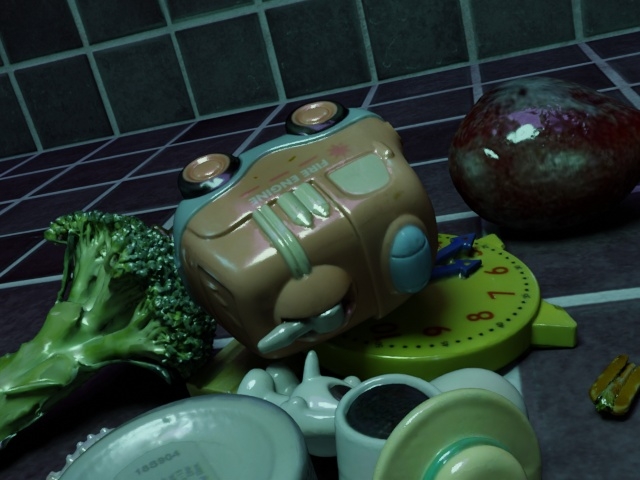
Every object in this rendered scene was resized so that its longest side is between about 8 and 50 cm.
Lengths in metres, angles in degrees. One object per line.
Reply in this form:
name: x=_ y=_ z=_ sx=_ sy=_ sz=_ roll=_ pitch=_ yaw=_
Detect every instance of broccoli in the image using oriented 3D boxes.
broccoli: x=-0.300 y=0.124 z=0.829 sx=0.361 sy=0.221 sz=0.252 roll=-24 pitch=40 yaw=-2

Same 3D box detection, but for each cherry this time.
cherry: x=0.307 y=-0.119 z=0.987 sx=0.300 sy=0.203 sz=0.230 roll=2 pitch=22 yaw=34

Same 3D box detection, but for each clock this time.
clock: x=0.104 y=0.054 z=0.805 sx=0.293 sy=0.071 sz=0.277 roll=-12 pitch=26 yaw=-11

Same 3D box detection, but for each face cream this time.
face cream: x=-0.077 y=0.210 z=0.479 sx=0.177 sy=0.153 sz=0.177 roll=-13 pitch=23 yaw=6

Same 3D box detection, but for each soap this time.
soap: x=-0.043 y=0.116 z=0.852 sx=0.092 sy=0.037 sz=0.252 roll=2 pitch=27 yaw=33

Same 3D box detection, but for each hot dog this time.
hot dog: x=0.264 y=0.130 z=0.642 sx=0.037 sy=0.021 sz=0.083 roll=30 pitch=42 yaw=33

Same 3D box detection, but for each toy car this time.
toy car: x=0.000 y=0.000 z=0.716 sx=0.270 sy=0.180 sz=0.212 roll=-29 pitch=40 yaw=-16

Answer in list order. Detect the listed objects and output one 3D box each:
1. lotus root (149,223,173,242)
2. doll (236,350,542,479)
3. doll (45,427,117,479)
lotus root: x=-0.137 y=-0.009 z=1.086 sx=0.278 sy=0.154 sz=0.154 roll=-17 pitch=21 yaw=-8
doll: x=0.035 y=0.167 z=0.571 sx=0.271 sy=0.144 sz=0.208 roll=-2 pitch=6 yaw=24
doll: x=-0.215 y=0.223 z=0.637 sx=0.207 sy=0.081 sz=0.129 roll=-26 pitch=5 yaw=-22
